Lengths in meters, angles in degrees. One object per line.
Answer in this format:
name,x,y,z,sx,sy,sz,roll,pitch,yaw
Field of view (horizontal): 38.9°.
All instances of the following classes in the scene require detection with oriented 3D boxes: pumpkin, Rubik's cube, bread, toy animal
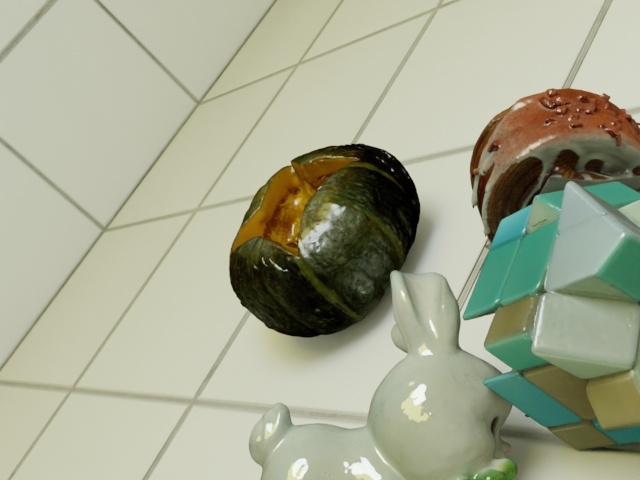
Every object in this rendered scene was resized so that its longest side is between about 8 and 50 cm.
pumpkin,0.000,0.000,1.357,0.320,0.192,0.320,-33,30,22
Rubik's cube,0.278,0.058,0.839,0.213,0.224,0.265,-34,25,57
bread,0.273,-0.066,1.029,0.224,0.212,0.142,-34,32,24
toy animal,0.077,0.204,0.934,0.310,0.183,0.247,-46,59,4
